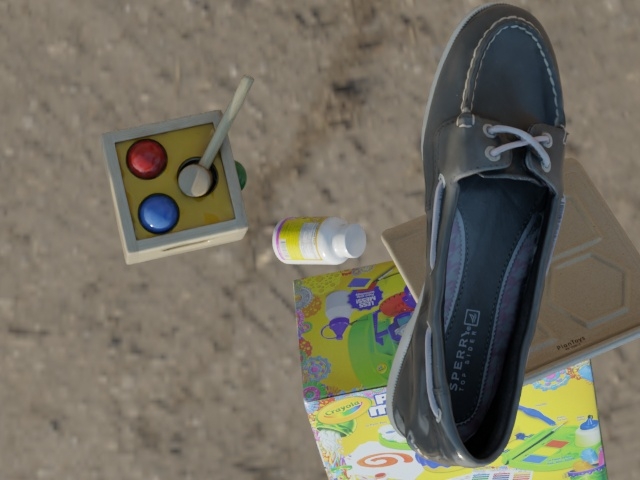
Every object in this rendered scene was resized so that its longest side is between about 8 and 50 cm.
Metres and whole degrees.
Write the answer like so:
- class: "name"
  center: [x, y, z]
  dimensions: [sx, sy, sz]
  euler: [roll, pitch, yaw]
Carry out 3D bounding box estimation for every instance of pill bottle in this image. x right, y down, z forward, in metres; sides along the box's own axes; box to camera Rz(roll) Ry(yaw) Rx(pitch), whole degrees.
- class: "pill bottle"
  center: [0.000, 0.000, 1.602]
  dimensions: [0.083, 0.043, 0.043]
  euler: [0, 141, 41]

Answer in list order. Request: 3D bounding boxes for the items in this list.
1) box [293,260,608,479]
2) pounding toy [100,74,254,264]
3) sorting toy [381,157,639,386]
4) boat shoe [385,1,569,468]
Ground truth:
- class: "box"
  center: [0.143, 0.167, 1.910]
  dimensions: [0.290, 0.177, 0.279]
  euler: [-11, 135, 5]
- class: "pounding toy"
  center: [-0.117, -0.062, 1.585]
  dimensions: [0.141, 0.130, 0.100]
  euler: [-13, 174, -8]
- class: "sorting toy"
  center: [0.177, 0.034, 1.539]
  dimensions: [0.193, 0.208, 0.038]
  euler: [-22, 142, -9]
- class: "boat shoe"
  center: [0.126, 0.000, 1.273]
  dimensions: [0.112, 0.095, 0.335]
  euler: [7, 97, -24]
